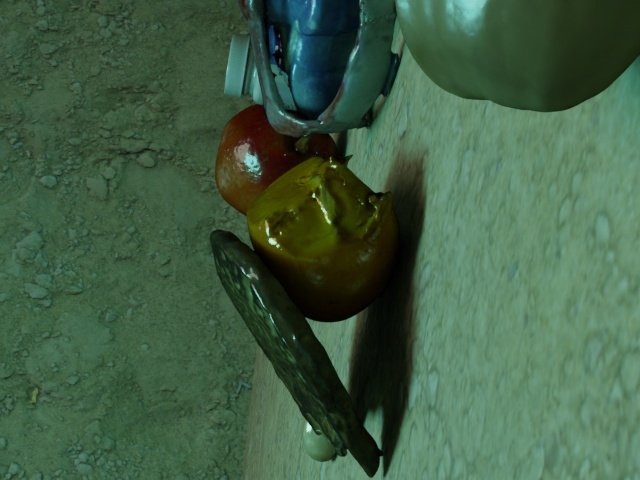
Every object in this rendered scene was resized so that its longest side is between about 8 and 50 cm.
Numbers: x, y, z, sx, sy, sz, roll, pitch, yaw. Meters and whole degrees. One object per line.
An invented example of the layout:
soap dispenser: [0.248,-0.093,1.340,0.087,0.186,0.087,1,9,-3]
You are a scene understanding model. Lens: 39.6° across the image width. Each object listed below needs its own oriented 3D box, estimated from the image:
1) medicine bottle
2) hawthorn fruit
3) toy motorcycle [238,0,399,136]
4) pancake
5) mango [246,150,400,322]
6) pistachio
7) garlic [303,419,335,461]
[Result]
medicine bottle: [-0.041,-0.240,1.286,0.103,0.186,0.103,-172,90,-83]
hawthorn fruit: [-0.055,-0.121,1.329,0.225,0.196,0.197,153,127,-66]
toy motorcycle: [0.026,-0.273,1.026,0.182,0.241,0.319,-35,-34,-37]
pancake: [-0.024,0.109,0.818,0.286,0.033,0.288,46,165,42]
mango: [0.000,0.000,0.837,0.154,0.126,0.252,59,173,3]
pistachio: [0.088,-0.117,0.332,0.113,0.113,0.149,-91,8,-57]
garlic: [0.002,0.213,0.984,0.053,0.041,0.083,-83,-3,-64]
